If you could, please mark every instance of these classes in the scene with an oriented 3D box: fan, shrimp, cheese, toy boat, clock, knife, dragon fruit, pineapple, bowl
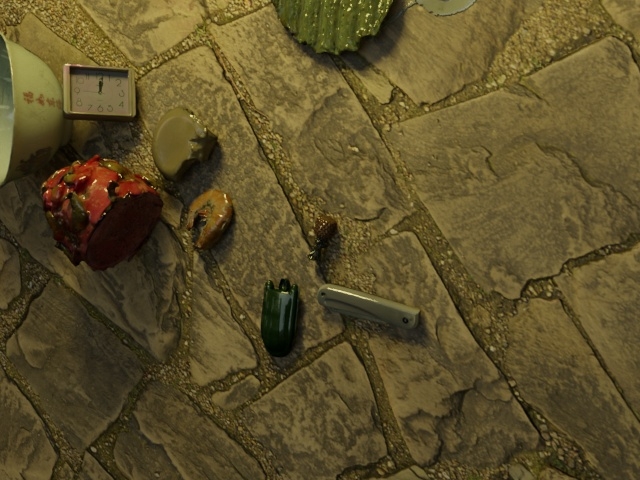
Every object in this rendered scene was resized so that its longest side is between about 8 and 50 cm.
[{"bbox_3d":[0.237,-0.574,1.523,0.329,0.009,0.190,-34,79,21],"label":"fan"},{"bbox_3d":[-0.306,-0.054,1.778,0.132,0.052,0.187,34,98,32],"label":"shrimp"},{"bbox_3d":[-0.377,-0.254,1.773,0.175,0.091,0.202,37,108,18],"label":"cheese"},{"bbox_3d":[-0.106,0.201,1.690,0.104,0.052,0.210,7,96,22],"label":"toy boat"},{"bbox_3d":[-0.616,-0.411,1.824,0.192,0.071,0.147,0,88,-20],"label":"clock"},{"bbox_3d":[0.114,0.163,1.596,0.266,0.040,0.073,12,108,23],"label":"knife"},{"bbox_3d":[-0.603,-0.112,1.764,0.263,0.296,0.314,40,121,14],"label":"dragon fruit"},{"bbox_3d":[0.000,0.000,1.636,0.058,0.058,0.124,26,109,21],"label":"pineapple"},{"bbox_3d":[-0.837,-0.367,1.889,0.435,0.196,0.434,7,98,52],"label":"bowl"}]

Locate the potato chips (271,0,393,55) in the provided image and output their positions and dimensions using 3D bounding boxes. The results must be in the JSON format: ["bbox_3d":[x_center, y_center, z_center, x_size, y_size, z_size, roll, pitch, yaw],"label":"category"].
[{"bbox_3d":[0.017,-0.663,1.588,0.358,0.070,0.429,3,94,22],"label":"potato chips"}]
